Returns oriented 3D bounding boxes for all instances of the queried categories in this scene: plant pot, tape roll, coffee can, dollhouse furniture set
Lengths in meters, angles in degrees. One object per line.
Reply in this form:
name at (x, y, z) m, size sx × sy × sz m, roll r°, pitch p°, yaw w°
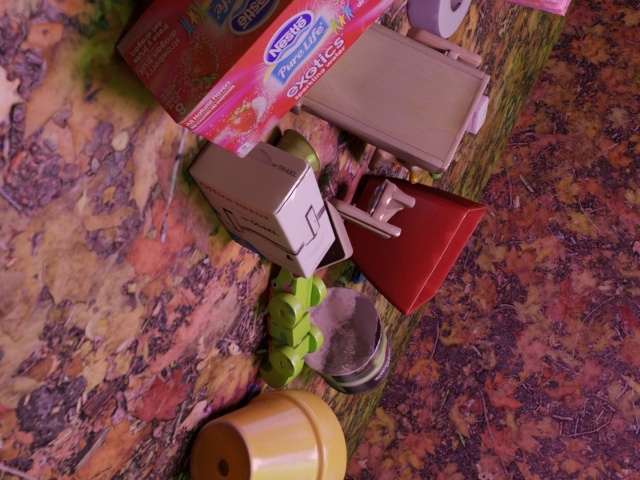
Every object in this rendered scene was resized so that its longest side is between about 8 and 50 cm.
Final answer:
plant pot at (0.202, -0.017, 1.326) m, size 0.267 × 0.235 × 0.267 m, roll -63°, pitch 161°, yaw 16°
tape roll at (0.257, -0.533, 1.148) m, size 0.219 × 0.072 × 0.219 m, roll -49°, pitch 153°, yaw -36°
plant pot at (-0.056, -0.116, 0.870) m, size 0.079 × 0.083 × 0.083 m, roll -42°, pitch 151°, yaw -20°
plant pot at (-0.115, 0.427, 1.107) m, size 0.239 × 0.254 × 0.254 m, roll 15°, pitch 100°, yaw -53°
coffee can at (0.061, 0.249, 1.355) m, size 0.202 × 0.201 × 0.275 m, roll -59°, pitch 158°, yaw -15°
dollhouse furniture set at (0.101, -0.222, 1.018) m, size 0.394 × 0.256 × 0.362 m, roll 112°, pitch 3°, yaw -90°
plant pot at (0.000, 0.000, 1.007) m, size 0.096 × 0.109 × 0.109 m, roll 4°, pitch 65°, yaw -65°

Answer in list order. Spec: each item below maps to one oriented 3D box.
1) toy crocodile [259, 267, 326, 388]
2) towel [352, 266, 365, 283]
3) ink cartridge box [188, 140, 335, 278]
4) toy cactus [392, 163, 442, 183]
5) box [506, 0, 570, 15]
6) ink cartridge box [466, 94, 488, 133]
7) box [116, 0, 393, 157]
toy crocodile at (-0.062, 0.160, 1.128) m, size 0.115 × 0.105 × 0.341 m, roll -40°, pitch 143°, yaw -47°
towel at (0.200, -0.011, 1.627) m, size 0.336 × 0.040 × 0.243 m, roll -19°, pitch 131°, yaw -62°
ink cartridge box at (-0.074, -0.047, 0.787) m, size 0.086 × 0.148 × 0.203 m, roll -56°, pitch 156°, yaw -17°
toy cactus at (0.234, -0.237, 1.274) m, size 0.219 × 0.112 × 0.181 m, roll -95°, pitch -153°, yaw -54°
box at (0.286, -0.497, 0.936) m, size 0.142 × 0.299 × 0.154 m, roll -15°, pitch 126°, yaw -63°
ink cartridge box at (0.378, -0.360, 1.533) m, size 0.056 × 0.135 × 0.099 m, roll -56°, pitch 156°, yaw -22°
box at (-0.055, -0.223, 0.560) m, size 0.257 × 0.123 × 0.128 m, roll -44°, pitch 161°, yaw 11°
